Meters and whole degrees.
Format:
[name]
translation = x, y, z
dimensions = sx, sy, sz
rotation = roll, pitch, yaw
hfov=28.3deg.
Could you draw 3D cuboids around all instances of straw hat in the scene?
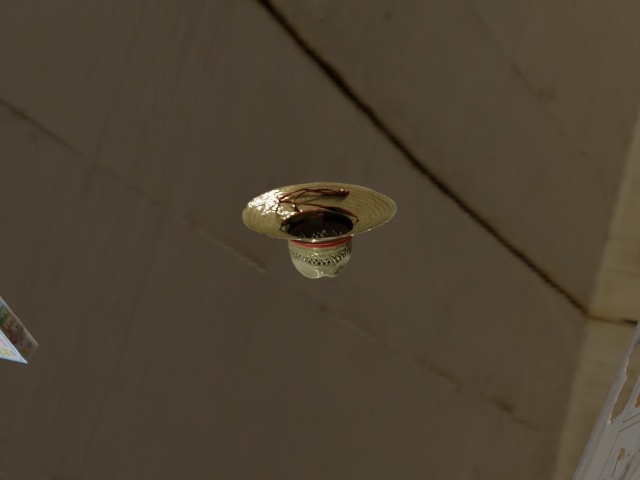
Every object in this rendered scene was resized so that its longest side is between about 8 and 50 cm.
[straw hat]
translation = 0.000, 0.000, 1.113
dimensions = 0.144, 0.144, 0.061
rotation = -38, -49, -56

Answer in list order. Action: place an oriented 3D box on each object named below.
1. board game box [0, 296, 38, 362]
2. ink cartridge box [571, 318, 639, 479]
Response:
[board game box]
translation = -0.384, 0.071, 1.371
dimensions = 0.026, 0.103, 0.154
rotation = -62, -34, -32
[ink cartridge box]
translation = 0.167, 0.024, 0.438
dimensions = 0.181, 0.056, 0.224
rotation = -60, -3, -24
